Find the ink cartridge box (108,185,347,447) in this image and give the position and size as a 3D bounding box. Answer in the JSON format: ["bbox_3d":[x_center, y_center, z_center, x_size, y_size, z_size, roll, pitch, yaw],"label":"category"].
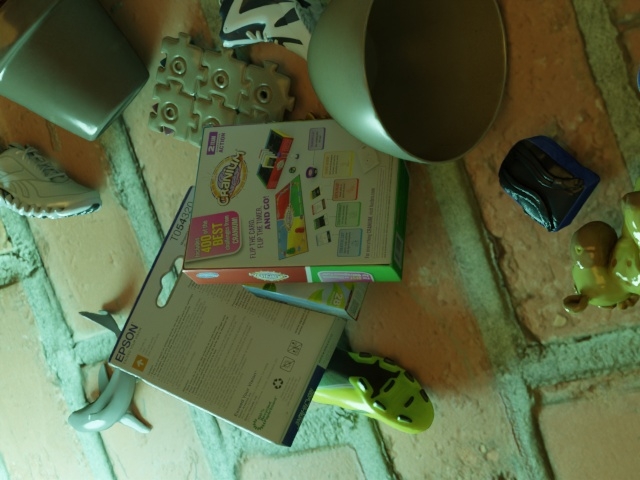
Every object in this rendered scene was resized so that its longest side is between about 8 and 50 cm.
[{"bbox_3d":[-0.126,0.113,1.884,0.330,0.071,0.324,22,83,25],"label":"ink cartridge box"}]

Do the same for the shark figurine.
[{"bbox_3d":[-0.383,0.263,2.140,0.166,0.116,0.278,26,118,20],"label":"shark figurine"}]

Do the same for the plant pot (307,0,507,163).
[{"bbox_3d":[0.093,-0.248,1.637,0.191,0.284,0.284,6,108,48],"label":"plant pot"}]

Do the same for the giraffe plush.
[{"bbox_3d":[0.407,0.024,1.584,0.171,0.181,0.210,-14,80,44],"label":"giraffe plush"}]

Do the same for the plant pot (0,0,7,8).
[{"bbox_3d":[-0.636,-0.471,1.995,0.272,0.272,0.265,-24,100,33],"label":"plant pot"}]

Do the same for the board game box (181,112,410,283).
[{"bbox_3d":[-0.032,-0.059,1.755,0.317,0.064,0.242,-1,67,18],"label":"board game box"}]

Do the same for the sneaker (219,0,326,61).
[{"bbox_3d":[-0.072,-0.311,1.800,0.153,0.094,0.235,-41,82,34],"label":"sneaker"}]

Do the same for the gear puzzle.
[{"bbox_3d":[-0.113,-0.209,1.889,0.339,0.044,0.175,21,112,20],"label":"gear puzzle"}]

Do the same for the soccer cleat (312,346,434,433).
[{"bbox_3d":[0.051,0.232,1.908,0.289,0.093,0.121,24,145,18],"label":"soccer cleat"}]

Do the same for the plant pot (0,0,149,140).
[{"bbox_3d":[-0.405,-0.291,1.934,0.229,0.263,0.263,41,122,-8],"label":"plant pot"}]

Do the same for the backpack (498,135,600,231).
[{"bbox_3d":[0.310,-0.083,1.640,0.120,0.101,0.098,40,118,19],"label":"backpack"}]

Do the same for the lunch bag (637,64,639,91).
[{"bbox_3d":[0.531,-0.273,1.452,0.243,0.115,0.303,19,112,22],"label":"lunch bag"}]

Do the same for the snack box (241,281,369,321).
[{"bbox_3d":[0.000,0.000,1.798,0.175,0.070,0.207,13,76,23],"label":"snack box"}]

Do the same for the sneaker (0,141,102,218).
[{"bbox_3d":[-0.511,-0.108,2.113,0.292,0.110,0.118,13,101,26],"label":"sneaker"}]
